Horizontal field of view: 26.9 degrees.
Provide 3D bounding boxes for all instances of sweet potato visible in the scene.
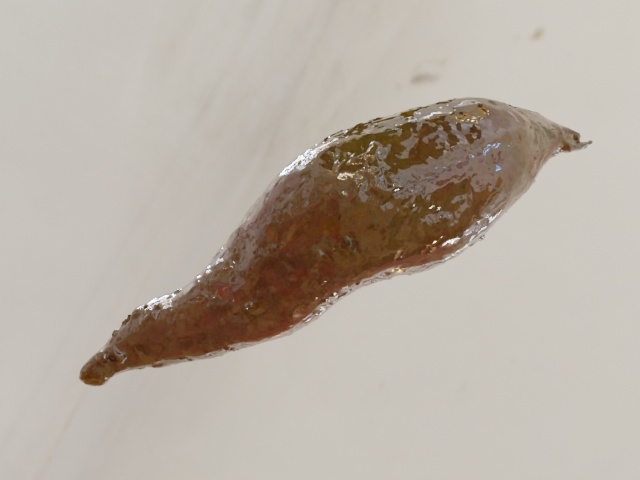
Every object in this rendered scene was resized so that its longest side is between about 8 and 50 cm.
[{"bbox_3d":[0.000,-0.004,0.517,0.068,0.226,0.068,63,1,-2],"label":"sweet potato"}]
